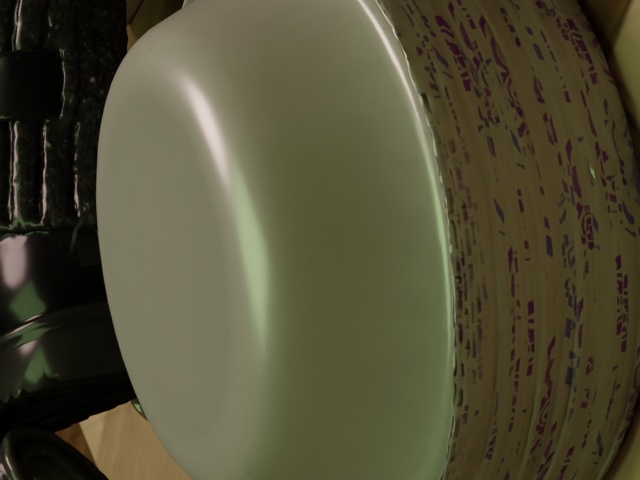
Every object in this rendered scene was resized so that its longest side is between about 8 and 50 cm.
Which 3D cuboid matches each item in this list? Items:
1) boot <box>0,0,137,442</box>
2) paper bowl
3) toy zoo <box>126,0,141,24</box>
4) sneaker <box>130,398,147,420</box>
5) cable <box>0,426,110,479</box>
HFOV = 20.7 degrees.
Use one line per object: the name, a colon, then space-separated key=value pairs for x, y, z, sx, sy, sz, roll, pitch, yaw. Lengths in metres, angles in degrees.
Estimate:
boot: x=-0.210 y=-0.014 z=0.976 sx=0.348 sy=0.131 sz=0.260 roll=-23 pitch=76 yaw=38
paper bowl: x=0.000 y=0.000 z=0.748 sx=0.284 sy=0.148 sz=0.284 roll=36 pitch=131 yaw=57
toy zoo: x=-0.224 y=-0.163 z=0.986 sx=0.192 sy=0.293 sz=0.030 roll=-45 pitch=58 yaw=59
sneaker: x=-0.086 y=0.016 z=1.016 sx=0.083 sy=0.084 sz=0.215 roll=55 pitch=-154 yaw=-65
cable: x=-0.049 y=0.199 z=0.898 sx=0.072 sy=0.139 sz=0.287 roll=-41 pitch=79 yaw=29
